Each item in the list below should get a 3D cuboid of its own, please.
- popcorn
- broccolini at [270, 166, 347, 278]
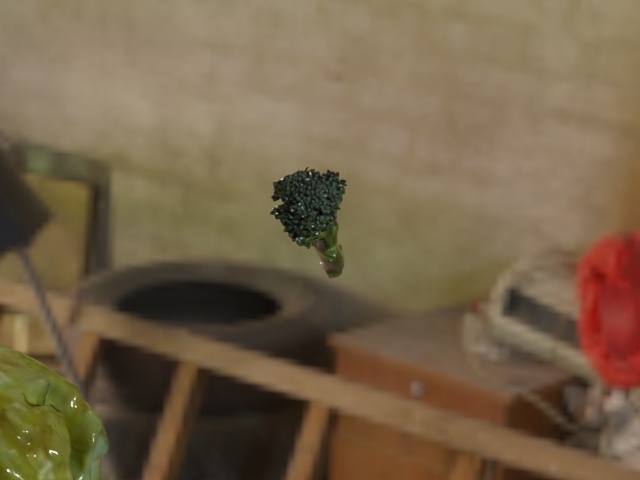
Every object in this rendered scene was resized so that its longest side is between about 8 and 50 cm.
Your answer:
[{"bbox_3d":[-0.295,0.207,1.594,0.276,0.276,0.225,17,-10,43],"label":"popcorn"},{"bbox_3d":[0.003,0.000,1.749,0.067,0.058,0.216,-33,-22,-6],"label":"broccolini"}]
